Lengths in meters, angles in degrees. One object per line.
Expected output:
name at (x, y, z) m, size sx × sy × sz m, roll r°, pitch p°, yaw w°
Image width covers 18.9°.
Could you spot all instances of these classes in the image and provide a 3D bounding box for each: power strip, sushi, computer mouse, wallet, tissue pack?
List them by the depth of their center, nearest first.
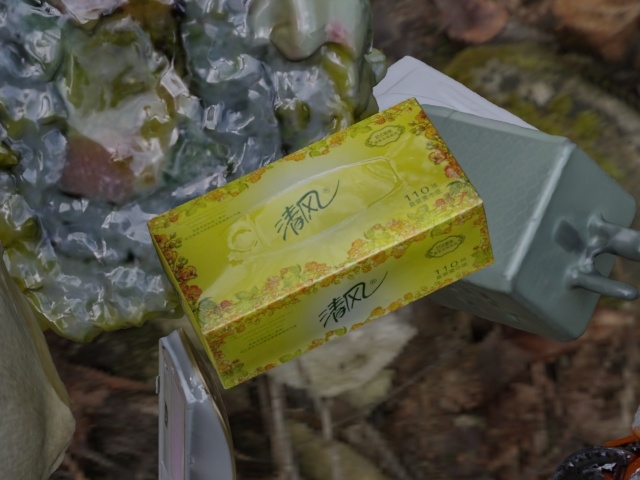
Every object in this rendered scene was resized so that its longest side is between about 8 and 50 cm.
tissue pack at (0.000, 0.000, 1.103) m, size 0.176 × 0.062 × 0.095 m, roll -24°, pitch 52°, yaw -6°
computer mouse at (-0.095, 0.157, 1.473) m, size 0.045 × 0.102 × 0.199 m, roll -11°, pitch 131°, yaw -17°
sushi at (-0.127, -0.149, 1.497) m, size 0.351 × 0.240 × 0.396 m, roll -17°, pitch 100°, yaw 8°
power strip at (0.167, -0.008, 1.573) m, size 0.140 × 0.224 × 0.139 m, roll 37°, pitch 74°, yaw -48°
wallet at (0.121, -0.104, 1.777) m, size 0.183 × 0.032 × 0.124 m, roll 31°, pitch 44°, yaw 21°

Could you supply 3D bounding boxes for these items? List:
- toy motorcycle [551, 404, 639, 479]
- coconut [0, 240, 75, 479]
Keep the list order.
toy motorcycle at (0.317, 0.172, 1.329) m, size 0.221 × 0.326 × 0.148 m, roll 44°, pitch 35°, yaw -5°
coconut at (-0.316, 0.095, 1.039) m, size 0.360 × 0.346 × 0.346 m, roll 11°, pitch 79°, yaw -22°
